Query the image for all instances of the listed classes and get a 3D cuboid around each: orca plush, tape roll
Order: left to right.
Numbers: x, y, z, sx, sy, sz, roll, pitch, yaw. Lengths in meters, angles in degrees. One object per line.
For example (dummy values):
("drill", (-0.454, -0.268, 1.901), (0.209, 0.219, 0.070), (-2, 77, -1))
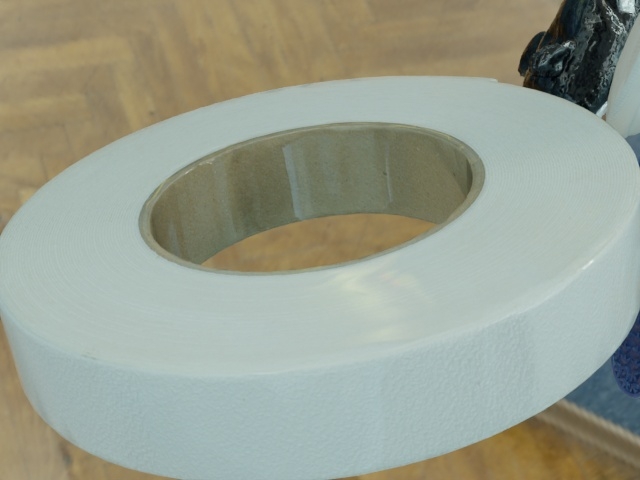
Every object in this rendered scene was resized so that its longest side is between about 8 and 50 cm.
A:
("tape roll", (0.000, 0.000, 0.787), (0.392, 0.072, 0.392), (-8, 27, 4))
("orca plush", (0.217, -0.157, 1.293), (0.102, 0.287, 0.151), (26, 17, -46))

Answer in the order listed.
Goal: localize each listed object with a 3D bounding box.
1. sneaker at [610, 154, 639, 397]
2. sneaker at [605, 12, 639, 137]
("sneaker", (0.308, 0.022, 1.106), (0.090, 0.081, 0.232), (-1, 106, -24))
("sneaker", (0.252, -0.132, 0.814), (0.094, 0.212, 0.080), (21, 48, -3))
